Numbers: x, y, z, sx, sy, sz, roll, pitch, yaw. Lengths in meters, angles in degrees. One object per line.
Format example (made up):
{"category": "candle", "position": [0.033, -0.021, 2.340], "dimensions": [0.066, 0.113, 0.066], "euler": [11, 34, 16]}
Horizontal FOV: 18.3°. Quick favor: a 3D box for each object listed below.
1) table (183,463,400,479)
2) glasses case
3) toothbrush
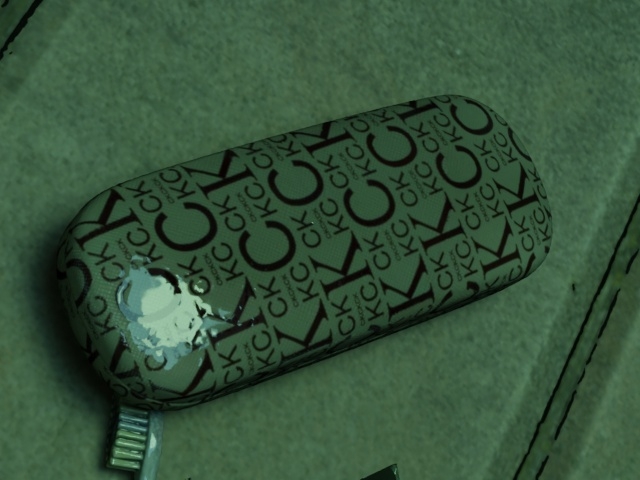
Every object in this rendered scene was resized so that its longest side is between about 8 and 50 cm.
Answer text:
{"category": "table", "position": [-0.014, 0.225, 1.151], "dimensions": [0.146, 0.062, 0.175], "euler": [0, 71, -32]}
{"category": "glasses case", "position": [0.000, 0.000, 1.219], "dimensions": [0.355, 0.085, 0.137], "euler": [-17, 78, -38]}
{"category": "toothbrush", "position": [-0.125, 0.249, 1.092], "dimensions": [0.037, 0.028, 0.375], "euler": [16, 65, -21]}
